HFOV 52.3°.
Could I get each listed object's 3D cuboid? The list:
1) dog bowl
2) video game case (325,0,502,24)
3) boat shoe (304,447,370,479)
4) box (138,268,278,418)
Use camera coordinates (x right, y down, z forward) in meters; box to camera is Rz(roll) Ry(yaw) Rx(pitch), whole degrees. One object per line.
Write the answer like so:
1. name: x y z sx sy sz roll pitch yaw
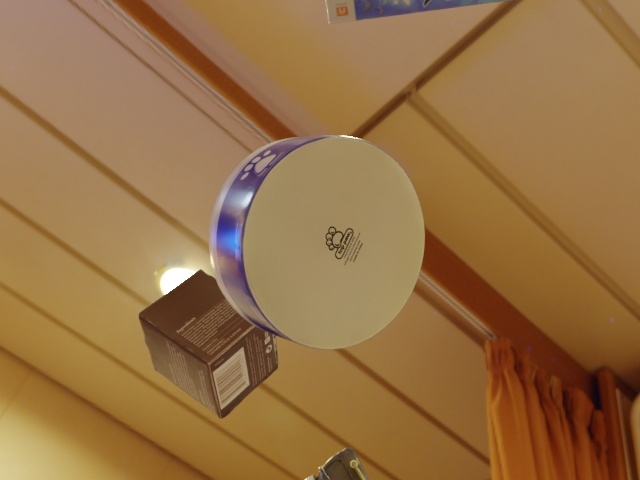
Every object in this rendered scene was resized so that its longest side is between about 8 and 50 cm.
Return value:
1. dog bowl: 0.000 0.000 0.826 0.265 0.265 0.104 49 -19 -24
2. video game case: 0.124 -0.393 0.783 0.269 0.061 0.244 -6 -34 7
3. boat shoe: 0.077 0.323 0.675 0.228 0.068 0.081 50 -8 9
4. box: -0.213 0.197 1.269 0.203 0.167 0.169 27 -42 30
